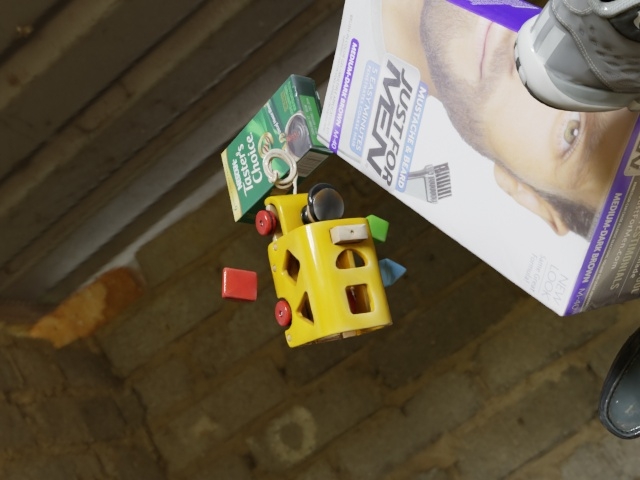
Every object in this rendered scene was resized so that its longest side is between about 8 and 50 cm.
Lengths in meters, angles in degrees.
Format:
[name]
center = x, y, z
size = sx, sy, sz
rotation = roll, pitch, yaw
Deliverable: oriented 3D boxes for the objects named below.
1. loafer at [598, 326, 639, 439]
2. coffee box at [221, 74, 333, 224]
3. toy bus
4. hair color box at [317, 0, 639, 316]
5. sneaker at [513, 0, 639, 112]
[loafer]
center = 0.341, 0.095, 0.835
size = 0.223, 0.076, 0.078
rotation = -53, -11, 7
[coffee box]
center = -0.060, -0.111, 1.137
size = 0.040, 0.113, 0.184
rotation = 6, -30, -36
[toy bus]
center = 0.007, 0.011, 0.927
size = 0.104, 0.202, 0.191
rotation = -27, 28, 56
[hair color box]
center = 0.143, -0.105, 0.763
size = 0.110, 0.339, 0.185
rotation = -9, -56, -36
[sneaker]
center = 0.233, -0.126, 0.488
size = 0.228, 0.086, 0.132
rotation = -4, -22, -8
